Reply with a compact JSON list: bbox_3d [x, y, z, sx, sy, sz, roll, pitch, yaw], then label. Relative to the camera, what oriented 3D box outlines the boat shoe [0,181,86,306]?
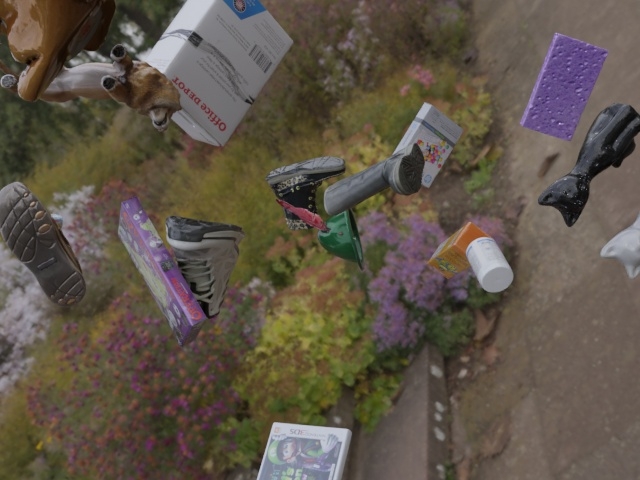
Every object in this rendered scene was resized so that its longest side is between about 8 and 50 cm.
[{"bbox_3d":[-0.674,0.008,1.799,0.123,0.325,0.116,-23,18,-6],"label":"boat shoe"}]

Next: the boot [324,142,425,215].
[{"bbox_3d":[0.093,-0.104,1.441,0.208,0.076,0.190,-20,15,25],"label":"boot"}]

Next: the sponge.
[{"bbox_3d":[0.527,-0.331,1.618,0.031,0.117,0.210,-76,2,-67],"label":"sponge"}]

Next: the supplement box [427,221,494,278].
[{"bbox_3d":[0.345,0.029,1.856,0.080,0.078,0.233,-53,-2,-14],"label":"supplement box"}]

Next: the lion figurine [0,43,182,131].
[{"bbox_3d":[-0.517,-0.354,1.674,0.240,0.391,0.142,88,-168,-86],"label":"lion figurine"}]

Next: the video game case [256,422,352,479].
[{"bbox_3d":[-0.040,0.435,1.375,0.173,0.022,0.191,-4,55,33],"label":"video game case"}]

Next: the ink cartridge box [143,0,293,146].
[{"bbox_3d":[-0.305,-0.513,2.130,0.166,0.285,0.395,18,72,46],"label":"ink cartridge box"}]

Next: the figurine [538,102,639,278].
[{"bbox_3d":[0.482,-0.073,1.193,0.209,0.215,0.092,-49,-1,-12],"label":"figurine"}]

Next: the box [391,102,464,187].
[{"bbox_3d":[0.287,-0.256,2.012,0.186,0.145,0.038,-57,36,4],"label":"box"}]

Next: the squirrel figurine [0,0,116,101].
[{"bbox_3d":[-0.573,-0.515,1.345,0.397,0.370,0.281,-47,13,46],"label":"squirrel figurine"}]

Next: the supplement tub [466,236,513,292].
[{"bbox_3d":[0.348,0.049,1.540,0.071,0.071,0.107,-51,28,25],"label":"supplement tub"}]

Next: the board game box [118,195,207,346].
[{"bbox_3d":[-0.396,0.082,1.834,0.056,0.347,0.208,-26,-13,-29],"label":"board game box"}]

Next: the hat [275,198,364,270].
[{"bbox_3d":[0.000,0.000,1.850,0.183,0.173,0.209,-14,38,8],"label":"hat"}]

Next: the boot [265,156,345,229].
[{"bbox_3d":[-0.019,-0.129,2.063,0.236,0.179,0.085,-9,25,23],"label":"boot"}]

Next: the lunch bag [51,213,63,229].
[{"bbox_3d":[-0.722,-0.042,1.958,0.083,0.071,0.053,-38,65,47],"label":"lunch bag"}]

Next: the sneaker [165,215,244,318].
[{"bbox_3d":[-0.292,0.082,1.887,0.447,0.169,0.258,39,-120,-83],"label":"sneaker"}]
